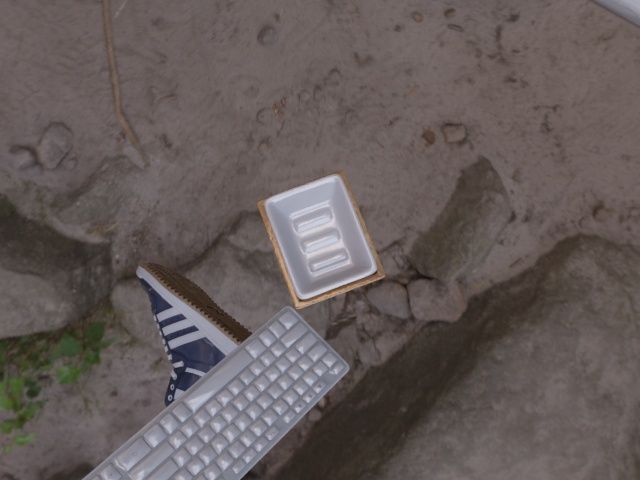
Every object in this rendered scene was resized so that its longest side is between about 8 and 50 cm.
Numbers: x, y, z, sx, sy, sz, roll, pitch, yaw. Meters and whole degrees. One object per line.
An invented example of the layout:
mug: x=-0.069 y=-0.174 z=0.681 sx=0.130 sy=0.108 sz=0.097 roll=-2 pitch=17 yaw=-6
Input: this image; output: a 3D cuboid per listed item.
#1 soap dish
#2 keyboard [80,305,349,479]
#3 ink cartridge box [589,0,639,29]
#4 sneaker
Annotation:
soap dish: x=0.000 y=0.000 z=1.570 sx=0.229 sy=0.118 sz=0.290 roll=-21 pitch=77 yaw=-1
keyboard: x=-0.087 y=0.146 z=0.445 sx=0.072 sy=0.014 sz=0.256 roll=47 pitch=59 yaw=7
ink cartridge box: x=0.238 y=-0.388 z=0.447 sx=0.308 sy=0.091 sz=0.385 roll=37 pitch=117 yaw=15
sneaker: x=-0.219 y=0.161 z=1.008 sx=0.282 sy=0.099 sz=0.153 roll=36 pitch=98 yaw=23
